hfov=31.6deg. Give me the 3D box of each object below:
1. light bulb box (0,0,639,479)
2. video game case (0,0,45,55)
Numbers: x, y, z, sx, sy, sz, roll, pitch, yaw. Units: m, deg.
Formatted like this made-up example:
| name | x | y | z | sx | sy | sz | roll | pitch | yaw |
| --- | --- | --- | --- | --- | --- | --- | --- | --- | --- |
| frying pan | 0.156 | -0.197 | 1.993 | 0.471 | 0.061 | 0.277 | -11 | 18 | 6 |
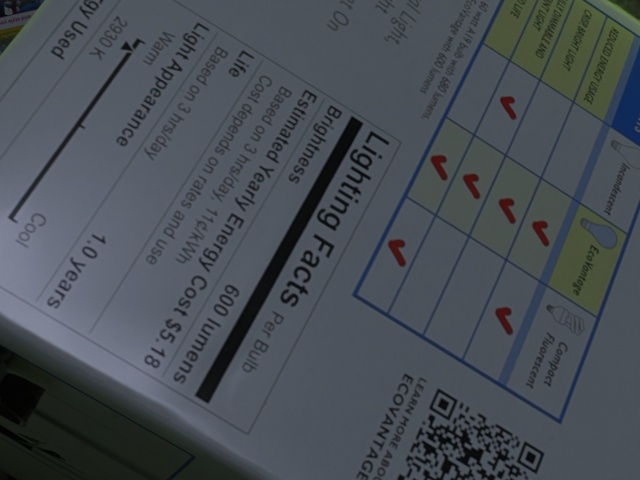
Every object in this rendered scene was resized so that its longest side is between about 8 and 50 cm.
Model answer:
| name | x | y | z | sx | sy | sz | roll | pitch | yaw |
| --- | --- | --- | --- | --- | --- | --- | --- | --- | --- |
| light bulb box | 0.000 | 0.000 | 0.634 | 0.361 | 0.225 | 0.358 | 32 | 60 | -7 |
| video game case | -0.250 | -0.150 | 0.753 | 0.212 | 0.023 | 0.193 | -15 | 104 | -9 |
